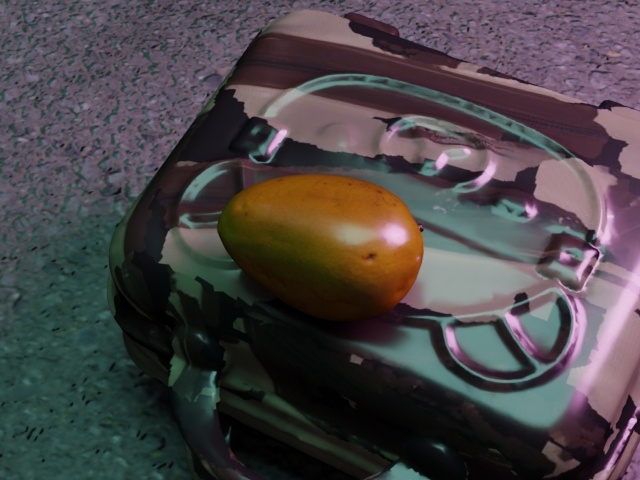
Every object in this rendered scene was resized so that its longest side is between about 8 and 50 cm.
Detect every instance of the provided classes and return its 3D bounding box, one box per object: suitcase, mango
[{"bbox_3d":[0.043,0.046,0.818,0.351,0.194,0.339,22,61,19],"label":"suitcase"},{"bbox_3d":[0.000,0.000,0.702,0.114,0.060,0.080,5,57,12],"label":"mango"}]
